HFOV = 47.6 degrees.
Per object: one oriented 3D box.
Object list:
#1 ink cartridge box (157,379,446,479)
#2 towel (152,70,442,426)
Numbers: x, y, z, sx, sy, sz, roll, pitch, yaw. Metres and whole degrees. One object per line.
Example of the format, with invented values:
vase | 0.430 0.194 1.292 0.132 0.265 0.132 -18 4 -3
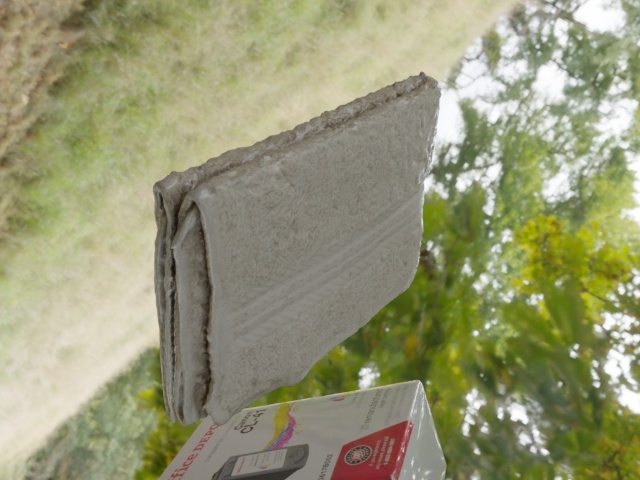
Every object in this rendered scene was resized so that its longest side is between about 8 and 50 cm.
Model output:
ink cartridge box | -0.023 0.288 0.849 0.226 0.306 0.131 -49 125 -69
towel | 0.000 0.000 0.516 0.282 0.049 0.187 -32 138 -43
